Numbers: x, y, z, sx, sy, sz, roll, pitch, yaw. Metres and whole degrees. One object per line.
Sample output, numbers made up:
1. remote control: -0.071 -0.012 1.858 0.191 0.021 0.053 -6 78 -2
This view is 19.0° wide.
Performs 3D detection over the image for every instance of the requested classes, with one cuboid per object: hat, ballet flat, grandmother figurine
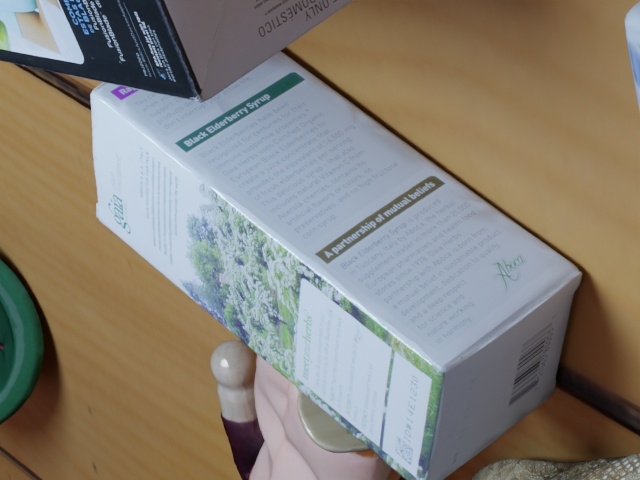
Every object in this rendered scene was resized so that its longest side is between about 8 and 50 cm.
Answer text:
1. hat: -0.283 0.044 1.457 0.208 0.183 0.173 -30 105 20
2. ballet flat: 0.110 0.142 0.924 0.073 0.067 0.206 56 152 -2
3. grandmother figurine: -0.002 0.152 1.083 0.342 0.104 0.207 103 153 -57

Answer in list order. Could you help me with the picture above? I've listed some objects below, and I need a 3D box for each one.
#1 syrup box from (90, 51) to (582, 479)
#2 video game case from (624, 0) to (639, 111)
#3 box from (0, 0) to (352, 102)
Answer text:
1. syrup box: 0.000 0.000 0.908 0.237 0.096 0.093 39 146 28
2. video game case: 0.261 0.072 0.657 0.329 0.036 0.300 21 136 46
3. box: -0.090 -0.153 0.813 0.290 0.169 0.087 15 135 48
